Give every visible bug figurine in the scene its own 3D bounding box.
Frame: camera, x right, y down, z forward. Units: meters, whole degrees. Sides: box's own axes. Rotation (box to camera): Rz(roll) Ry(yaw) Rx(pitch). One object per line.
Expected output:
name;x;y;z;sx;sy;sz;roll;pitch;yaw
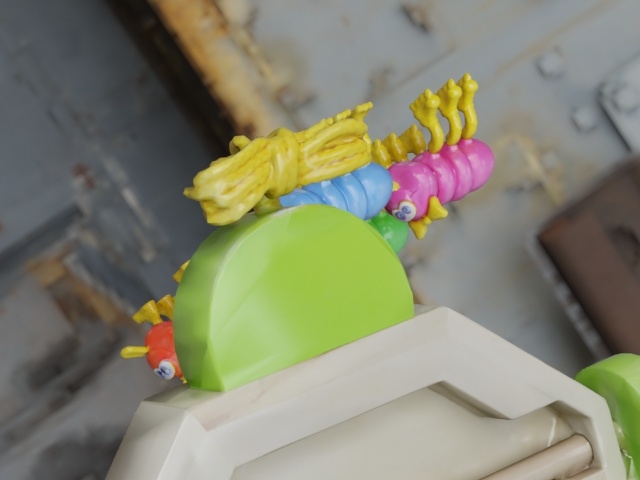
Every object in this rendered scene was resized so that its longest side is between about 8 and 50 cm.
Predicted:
bug figurine;0.000;0.000;1.215;0.072;0.216;0.279;57;-35;9

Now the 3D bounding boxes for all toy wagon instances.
toy wagon;0.021;0.126;0.707;0.068;0.267;0.344;-2;-74;60
